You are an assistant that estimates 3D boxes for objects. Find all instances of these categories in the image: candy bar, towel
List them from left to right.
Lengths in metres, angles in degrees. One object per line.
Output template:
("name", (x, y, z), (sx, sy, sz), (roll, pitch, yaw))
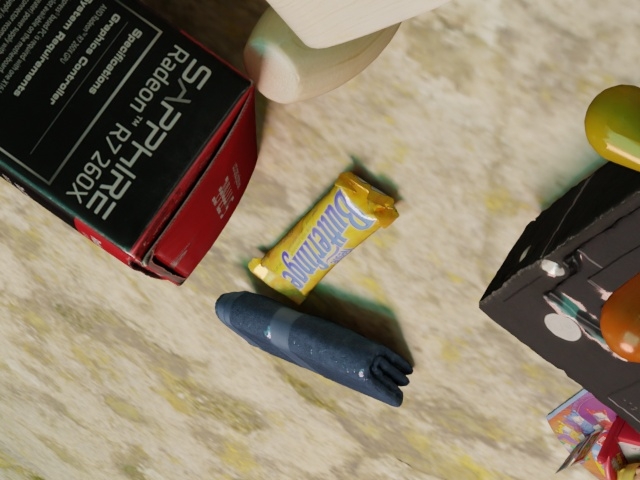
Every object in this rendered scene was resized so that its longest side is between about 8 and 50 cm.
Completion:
("towel", (-0.004, 0.062, 0.836), (0.119, 0.029, 0.067), (20, 167, 32))
("candy bar", (0.000, 0.000, 0.760), (0.040, 0.018, 0.161), (37, 153, -5))

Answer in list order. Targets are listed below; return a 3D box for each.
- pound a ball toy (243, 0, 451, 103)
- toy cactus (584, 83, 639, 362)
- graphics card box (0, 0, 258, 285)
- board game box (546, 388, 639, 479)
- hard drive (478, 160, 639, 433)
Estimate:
("pound a ball toy", (-0.050, -0.168, 0.428), (0.319, 0.136, 0.208), (48, 150, -21))
("toy cactus", (0.172, 0.008, 0.339), (0.180, 0.112, 0.219), (24, 176, -25))
("graphics card box", (-0.198, -0.122, 0.633), (0.371, 0.094, 0.233), (34, 176, 1))
("board game box", (0.189, 0.128, 0.732), (0.133, 0.033, 0.168), (35, 153, 2))
("hard drive", (0.228, 0.022, 0.491), (0.237, 0.064, 0.339), (37, 153, -3))
